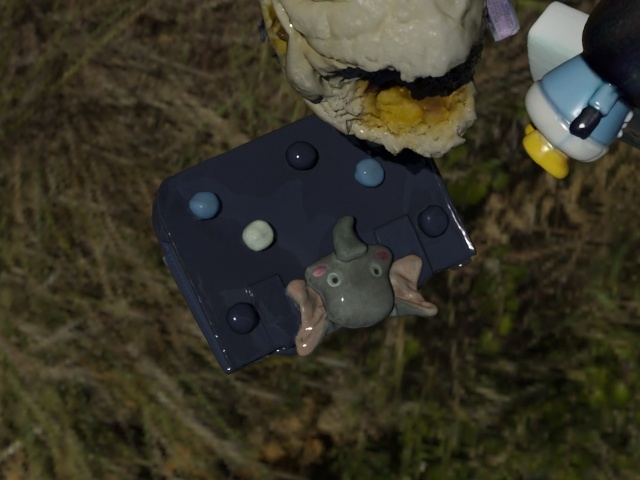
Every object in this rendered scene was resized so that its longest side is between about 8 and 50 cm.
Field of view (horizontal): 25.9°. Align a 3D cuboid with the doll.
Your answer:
[{"bbox_3d":[0.320,-0.188,1.313,0.141,0.177,0.314,41,114,-5],"label":"doll"}]

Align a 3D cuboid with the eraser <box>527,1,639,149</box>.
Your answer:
[{"bbox_3d":[0.405,-0.176,1.730,0.290,0.104,0.189,32,172,33],"label":"eraser"}]

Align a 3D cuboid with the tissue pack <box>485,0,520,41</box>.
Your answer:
[{"bbox_3d":[0.230,-0.372,1.961,0.051,0.112,0.156,-23,130,7],"label":"tissue pack"}]

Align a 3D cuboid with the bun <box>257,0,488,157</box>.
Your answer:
[{"bbox_3d":[0.042,-0.225,1.293,0.205,0.281,0.281,-5,145,-2],"label":"bun"}]

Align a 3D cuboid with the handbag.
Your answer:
[{"bbox_3d":[0.000,0.000,1.561,0.326,0.269,0.118,-26,174,-16],"label":"handbag"}]
